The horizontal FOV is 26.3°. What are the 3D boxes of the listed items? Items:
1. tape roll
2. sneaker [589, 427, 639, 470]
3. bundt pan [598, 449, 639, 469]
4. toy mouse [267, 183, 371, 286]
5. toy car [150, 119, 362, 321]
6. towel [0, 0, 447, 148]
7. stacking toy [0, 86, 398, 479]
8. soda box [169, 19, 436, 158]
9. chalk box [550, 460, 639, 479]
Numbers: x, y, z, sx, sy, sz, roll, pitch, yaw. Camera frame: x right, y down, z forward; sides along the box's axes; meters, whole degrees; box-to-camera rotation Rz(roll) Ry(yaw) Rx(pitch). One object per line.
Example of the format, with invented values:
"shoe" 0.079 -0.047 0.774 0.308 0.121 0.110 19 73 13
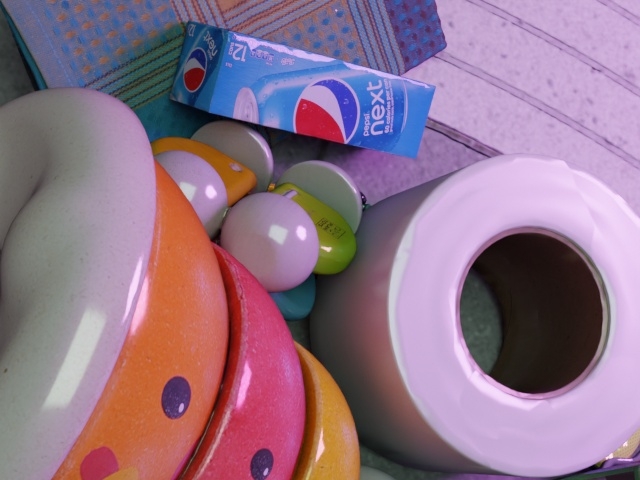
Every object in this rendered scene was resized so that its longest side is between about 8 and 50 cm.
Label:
"tape roll" 0.131 0.064 1.092 0.246 0.169 0.246 3 82 -21
"sneaker" 0.275 0.101 1.177 0.081 0.094 0.209 27 72 -8
"bundt pan" 0.297 0.324 1.108 0.330 0.124 0.331 4 74 -14
"toy mouse" 0.000 0.000 1.164 0.143 0.031 0.161 8 76 -17
"toy car" -0.064 -0.003 1.064 0.182 0.159 0.136 25 114 10
"towel" -0.074 -0.198 1.127 0.370 0.040 0.271 -31 121 -22
"stacking toy" -0.085 0.144 0.965 0.480 0.350 0.351 32 68 -34
"soda box" -0.012 -0.121 1.123 0.210 0.071 0.067 9 99 -35
"chalk box" 0.273 0.237 0.967 0.288 0.179 0.180 -8 79 -15
